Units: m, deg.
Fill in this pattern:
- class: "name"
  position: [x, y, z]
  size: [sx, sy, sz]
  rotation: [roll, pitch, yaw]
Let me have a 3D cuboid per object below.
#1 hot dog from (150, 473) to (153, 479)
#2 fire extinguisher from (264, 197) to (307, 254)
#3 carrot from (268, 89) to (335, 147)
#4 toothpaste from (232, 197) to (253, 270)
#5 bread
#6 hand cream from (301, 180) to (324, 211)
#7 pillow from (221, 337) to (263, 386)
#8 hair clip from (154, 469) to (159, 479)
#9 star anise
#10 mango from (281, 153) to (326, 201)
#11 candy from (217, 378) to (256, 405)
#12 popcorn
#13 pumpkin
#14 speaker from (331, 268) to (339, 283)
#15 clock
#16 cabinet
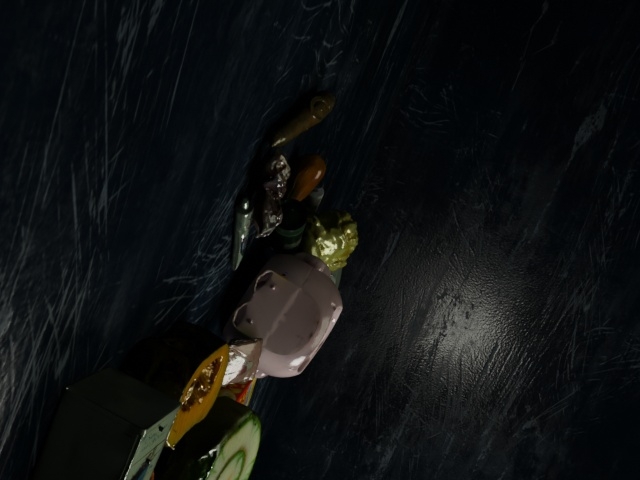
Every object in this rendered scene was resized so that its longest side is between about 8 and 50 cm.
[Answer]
- class: "hot dog"
  position: [-0.420, 0.538, 1.241]
  size: [0.349, 0.117, 0.158]
  rotation: [-34, 146, -74]
- class: "fire extinguisher"
  position: [-0.095, -0.022, 1.789]
  size: [0.118, 0.093, 0.294]
  rotation: [-18, 165, -13]
- class: "carrot"
  position: [-0.040, -0.290, 1.558]
  size: [0.342, 0.070, 0.070]
  rotation: [-52, 163, -54]
- class: "toothpaste"
  position: [-0.181, -0.018, 1.506]
  size: [0.233, 0.038, 0.060]
  rotation: [105, 6, -51]
- class: "bread"
  position: [-0.294, 0.601, 1.730]
  size: [0.366, 0.129, 0.381]
  rotation: [-46, 150, -52]
- class: "hand cream"
  position: [-0.041, -0.092, 2.112]
  size: [0.095, 0.059, 0.276]
  rotation: [-56, 172, -39]
- class: "pillow"
  position: [-0.250, 0.302, 1.579]
  size: [0.248, 0.049, 0.135]
  rotation: [-7, 124, -43]
- class: "hair clip"
  position: [-0.457, 0.694, 1.577]
  size: [0.300, 0.069, 0.173]
  rotation: [-57, 165, -48]
- class: "star anise"
  position: [-0.113, -0.110, 1.494]
  size: [0.197, 0.073, 0.212]
  rotation: [-113, -145, -74]
- class: "mango"
  position: [-0.052, -0.163, 1.761]
  size: [0.159, 0.084, 0.105]
  rotation: [-46, 174, 9]
- class: "candy"
  position: [-0.297, 0.517, 2.025]
  size: [0.276, 0.088, 0.146]
  rotation: [-49, 159, -65]
- class: "popcorn"
  position: [0.000, 0.000, 2.038]
  size: [0.255, 0.256, 0.194]
  rotation: [22, 49, -56]
- class: "pumpkin"
  position: [-0.297, 0.297, 1.319]
  size: [0.317, 0.139, 0.221]
  rotation: [-38, 147, -78]
- class: "speaker"
  position: [-0.012, 0.117, 2.414]
  size: [0.406, 0.183, 0.184]
  rotation: [96, 14, -61]
- class: "clock"
  position: [-0.093, 0.214, 1.834]
  size: [0.368, 0.251, 0.376]
  rotation: [-57, 179, -5]
- class: "cabinet"
  position: [-0.348, 0.343, 1.063]
  size: [0.145, 0.150, 0.206]
  rotation: [-14, 127, -80]
